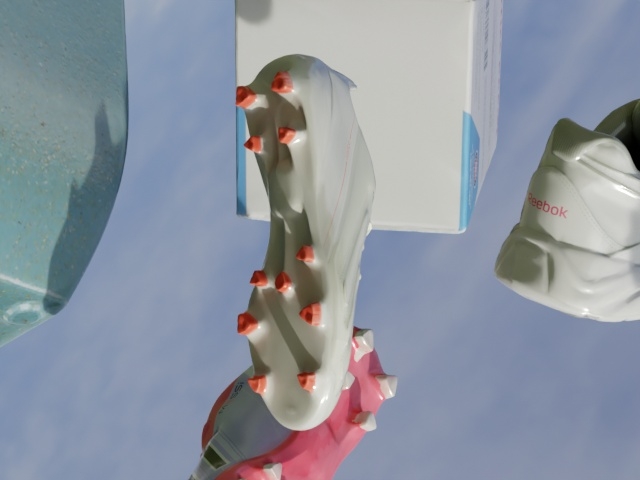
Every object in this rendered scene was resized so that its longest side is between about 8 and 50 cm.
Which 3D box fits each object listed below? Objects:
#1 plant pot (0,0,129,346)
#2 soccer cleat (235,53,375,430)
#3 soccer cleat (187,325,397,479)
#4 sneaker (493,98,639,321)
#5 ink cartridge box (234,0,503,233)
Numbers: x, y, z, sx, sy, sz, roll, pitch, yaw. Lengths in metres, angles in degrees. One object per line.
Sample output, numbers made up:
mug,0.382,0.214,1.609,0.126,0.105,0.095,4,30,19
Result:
plant pot,-0.262,-0.054,1.090,0.247,0.248,0.252,-30,-122,26
soccer cleat,0.000,0.000,0.959,0.068,0.076,0.196,-8,-98,42
soccer cleat,-0.042,0.135,1.054,0.095,0.083,0.248,-10,-151,37
sneaker,0.193,-0.024,0.938,0.090,0.232,0.115,28,-67,41
ink cartridge box,0.050,-0.143,1.598,0.270,0.197,0.198,-57,150,-70
